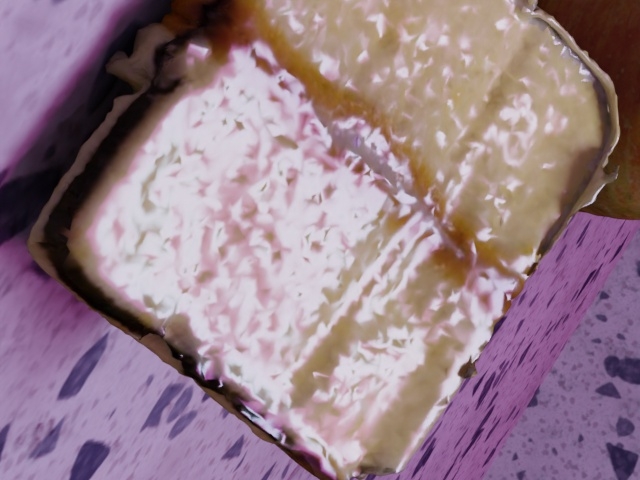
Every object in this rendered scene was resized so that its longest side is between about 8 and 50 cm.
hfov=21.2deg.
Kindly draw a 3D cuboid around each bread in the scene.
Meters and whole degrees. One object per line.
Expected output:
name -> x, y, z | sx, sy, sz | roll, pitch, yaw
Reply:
bread -> 0.009, -0.040, 0.821 | 0.263, 0.198, 0.236 | -57, 158, -9

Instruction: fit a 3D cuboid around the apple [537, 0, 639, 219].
apple -> 0.275, -0.143, 1.312 | 0.309, 0.277, 0.250 | -71, 166, -79
